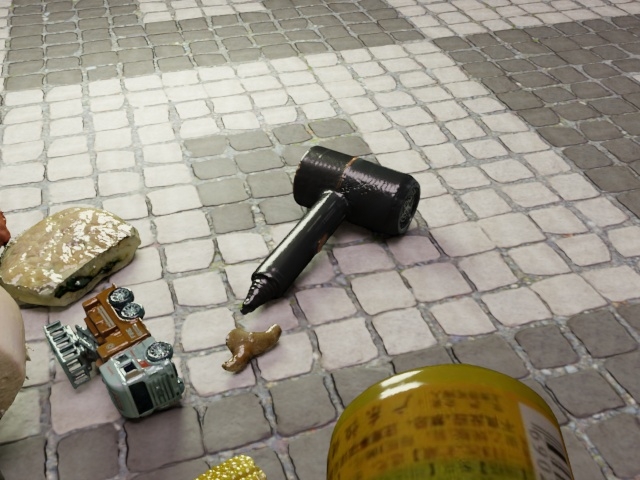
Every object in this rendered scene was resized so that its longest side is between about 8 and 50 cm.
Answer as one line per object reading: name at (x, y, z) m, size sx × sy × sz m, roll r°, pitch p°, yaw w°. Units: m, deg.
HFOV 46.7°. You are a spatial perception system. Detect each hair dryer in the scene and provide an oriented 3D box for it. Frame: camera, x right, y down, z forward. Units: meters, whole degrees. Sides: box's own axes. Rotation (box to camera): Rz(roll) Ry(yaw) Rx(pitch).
hair dryer at (0.000, 0.000, 1.102) m, size 0.189 × 0.107 × 0.352 m, roll 19°, pitch 49°, yaw 22°

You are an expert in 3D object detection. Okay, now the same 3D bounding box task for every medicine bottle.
medicine bottle at (0.112, 0.302, 0.562) m, size 0.224 × 0.224 × 0.384 m, roll 0°, pitch 37°, yaw 1°

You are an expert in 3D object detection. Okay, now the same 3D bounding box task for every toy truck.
toy truck at (-0.250, 0.142, 0.905) m, size 0.115 × 0.080 × 0.178 m, roll -27°, pitch 43°, yaw -24°

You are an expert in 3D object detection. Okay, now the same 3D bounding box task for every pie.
pie at (-0.383, 0.013, 1.105) m, size 0.185 × 0.052 × 0.218 m, roll 24°, pitch 45°, yaw 28°

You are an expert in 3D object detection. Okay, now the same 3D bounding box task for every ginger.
ginger at (-0.096, 0.133, 0.958) m, size 0.097 × 0.030 × 0.048 m, roll -34°, pitch 75°, yaw -34°

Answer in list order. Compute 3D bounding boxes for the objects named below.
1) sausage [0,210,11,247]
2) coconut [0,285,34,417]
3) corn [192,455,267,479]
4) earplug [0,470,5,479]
sausage at (-0.575, 0.014, 1.023) m, size 0.280 × 0.152 × 0.152 m, roll -21°, pitch 41°, yaw -25°
coconut at (-0.433, 0.143, 0.805) m, size 0.224 × 0.224 × 0.234 m, roll -15°, pitch 40°, yaw -19°
corn at (-0.147, 0.293, 0.687) m, size 0.093 × 0.093 × 0.244 m, roll 30°, pitch 45°, yaw 35°
earplug at (-0.480, 0.278, 0.529) m, size 0.313 × 0.312 × 0.394 m, roll 13°, pitch 40°, yaw 17°
